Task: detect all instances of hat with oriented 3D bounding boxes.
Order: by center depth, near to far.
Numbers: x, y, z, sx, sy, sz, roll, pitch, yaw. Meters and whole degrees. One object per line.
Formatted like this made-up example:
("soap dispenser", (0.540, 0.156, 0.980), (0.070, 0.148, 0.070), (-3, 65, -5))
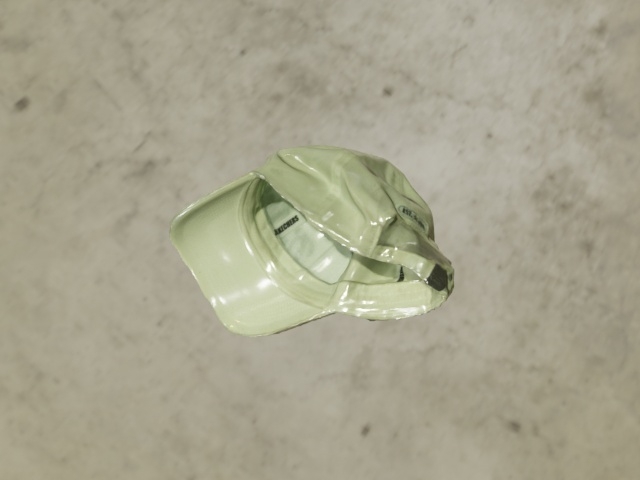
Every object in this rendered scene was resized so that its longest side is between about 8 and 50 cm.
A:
("hat", (-0.006, 0.004, 0.960), (0.166, 0.081, 0.122), (-25, 102, 27))
